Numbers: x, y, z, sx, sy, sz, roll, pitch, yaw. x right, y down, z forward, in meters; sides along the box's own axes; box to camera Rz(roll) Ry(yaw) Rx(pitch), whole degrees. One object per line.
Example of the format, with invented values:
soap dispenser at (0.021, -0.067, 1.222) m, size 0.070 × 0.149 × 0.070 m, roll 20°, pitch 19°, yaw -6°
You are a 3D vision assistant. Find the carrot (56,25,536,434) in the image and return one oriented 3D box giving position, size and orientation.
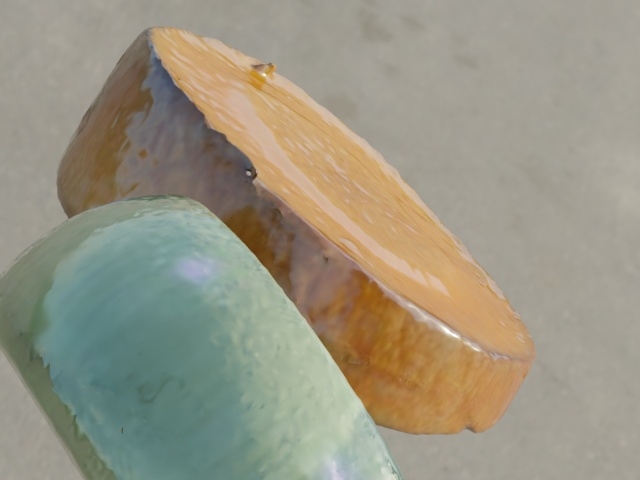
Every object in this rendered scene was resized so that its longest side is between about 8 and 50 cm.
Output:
carrot at (0.000, 0.000, 1.014) m, size 0.307 × 0.100 × 0.258 m, roll 28°, pitch 20°, yaw -29°

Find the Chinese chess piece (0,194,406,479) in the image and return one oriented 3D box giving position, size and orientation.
Chinese chess piece at (-0.044, 0.099, 0.759) m, size 0.101 × 0.250 × 0.250 m, roll -32°, pitch 56°, yaw -12°
